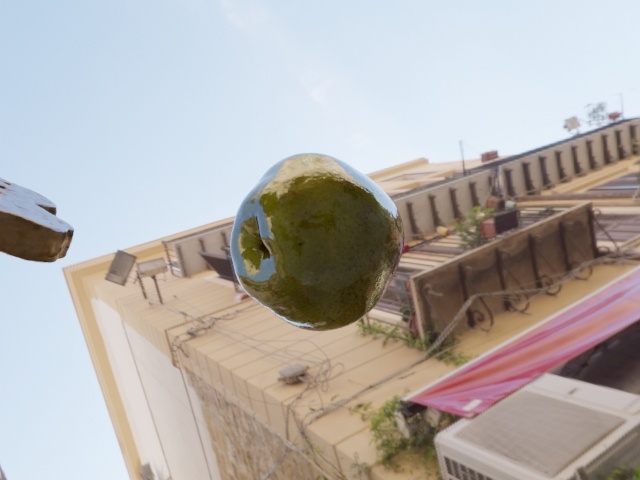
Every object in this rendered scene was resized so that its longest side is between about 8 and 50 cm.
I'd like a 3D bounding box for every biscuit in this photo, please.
[{"bbox_3d":[-0.281,-0.048,0.393,0.035,0.248,0.184,-62,-31,0],"label":"biscuit"}]

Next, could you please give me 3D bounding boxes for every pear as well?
[{"bbox_3d":[0.000,0.000,0.933,0.294,0.294,0.295,-2,-86,-31],"label":"pear"}]
